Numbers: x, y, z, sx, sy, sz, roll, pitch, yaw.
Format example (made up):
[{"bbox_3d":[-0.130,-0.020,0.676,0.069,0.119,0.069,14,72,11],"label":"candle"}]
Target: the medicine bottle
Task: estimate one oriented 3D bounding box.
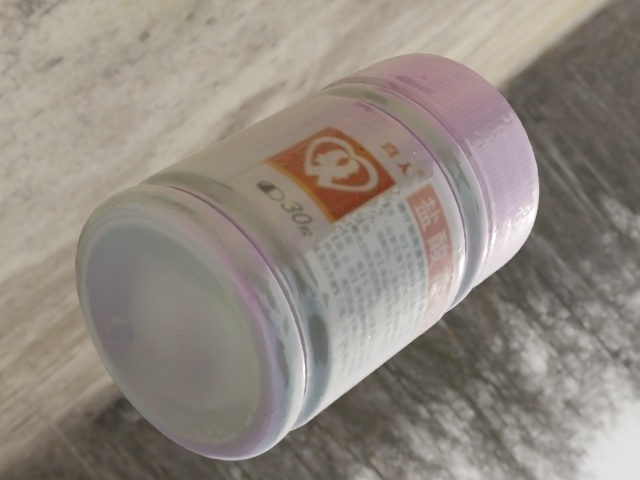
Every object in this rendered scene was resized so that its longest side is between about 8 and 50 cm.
[{"bbox_3d":[0.000,0.000,0.934,0.316,0.202,0.202,-33,174,-41],"label":"medicine bottle"}]
